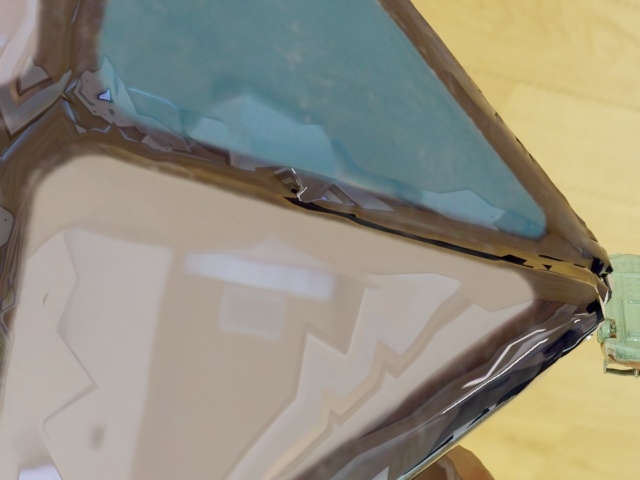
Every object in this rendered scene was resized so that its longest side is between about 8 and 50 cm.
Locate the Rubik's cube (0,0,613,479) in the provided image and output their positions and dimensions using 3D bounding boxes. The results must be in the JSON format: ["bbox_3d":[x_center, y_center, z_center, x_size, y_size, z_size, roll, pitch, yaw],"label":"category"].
[{"bbox_3d":[-0.135,0.020,0.603,0.310,0.305,0.307,-32,171,-34],"label":"Rubik's cube"}]

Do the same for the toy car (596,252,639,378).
[{"bbox_3d":[0.228,0.051,1.267,0.059,0.122,0.035,3,123,3],"label":"toy car"}]

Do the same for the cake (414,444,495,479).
[{"bbox_3d":[-0.021,0.225,0.881,0.321,0.332,0.332,-19,133,17],"label":"cake"}]
